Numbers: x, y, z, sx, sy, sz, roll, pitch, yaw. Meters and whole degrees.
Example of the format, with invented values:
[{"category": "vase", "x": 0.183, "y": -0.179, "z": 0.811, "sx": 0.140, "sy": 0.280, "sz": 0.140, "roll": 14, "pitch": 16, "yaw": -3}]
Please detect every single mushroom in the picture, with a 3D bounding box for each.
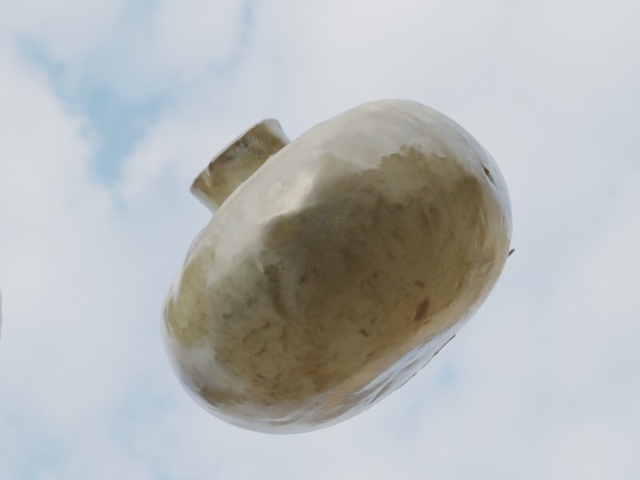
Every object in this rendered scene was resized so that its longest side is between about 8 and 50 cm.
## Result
[{"category": "mushroom", "x": 0.000, "y": 0.000, "z": 1.046, "sx": 0.253, "sy": 0.195, "sz": 0.189, "roll": -38, "pitch": -12, "yaw": -8}]

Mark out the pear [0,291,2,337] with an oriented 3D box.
[{"category": "pear", "x": -0.387, "y": 0.053, "z": 1.103, "sx": 0.348, "sy": 0.348, "sz": 0.348, "roll": -11, "pitch": -64, "yaw": -24}]
